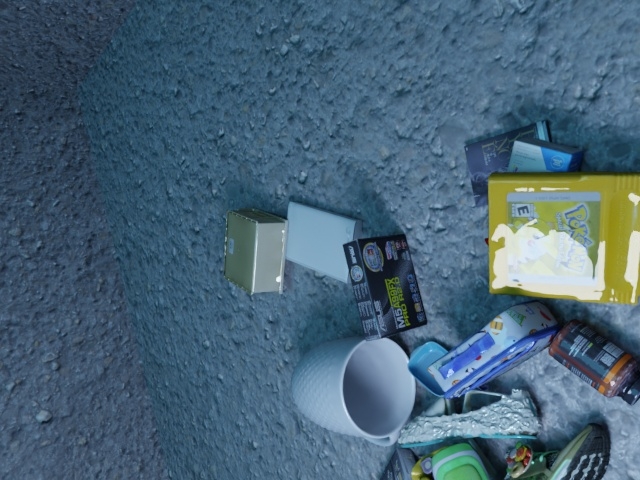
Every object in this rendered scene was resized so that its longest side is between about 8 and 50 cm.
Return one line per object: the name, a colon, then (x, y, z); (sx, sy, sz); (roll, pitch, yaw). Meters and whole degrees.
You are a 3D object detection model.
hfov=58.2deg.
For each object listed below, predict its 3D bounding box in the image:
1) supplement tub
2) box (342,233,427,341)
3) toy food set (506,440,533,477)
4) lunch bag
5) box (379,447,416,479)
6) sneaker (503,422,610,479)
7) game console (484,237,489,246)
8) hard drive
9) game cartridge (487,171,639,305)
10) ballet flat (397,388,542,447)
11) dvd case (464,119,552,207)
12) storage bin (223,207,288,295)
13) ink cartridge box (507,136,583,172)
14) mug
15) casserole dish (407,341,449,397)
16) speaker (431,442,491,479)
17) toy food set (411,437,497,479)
supplement tub: (0.609, 0.268, 1.256); (0.198, 0.106, 0.106); (40, 121, 35)
box: (0.182, 0.124, 1.591); (0.060, 0.216, 0.270); (-20, 79, 44)
toy food set: (0.472, 0.521, 1.367); (0.020, 0.082, 0.083); (33, 90, -4)
lunch bag: (0.406, 0.265, 1.363); (0.303, 0.243, 0.115); (-50, 60, 35)
box: (0.232, 0.746, 1.640); (0.231, 0.056, 0.183); (-104, 32, -61)
sneaker: (0.512, 0.559, 1.376); (0.411, 0.158, 0.182); (-62, 36, 24)
game console: (0.475, 0.033, 1.369); (0.124, 0.085, 0.144); (-37, 90, 29)
hard drive: (0.000, 0.000, 1.885); (0.307, 0.040, 0.203); (19, 108, 43)
game cartridge: (0.531, -0.007, 1.247); (0.323, 0.052, 0.286); (3, 109, 27)
ballet flat: (0.379, 0.462, 1.505); (0.408, 0.147, 0.147); (-21, 79, 38)
dvd case: (0.465, -0.183, 1.412); (0.221, 0.018, 0.165); (-14, 85, 44)
storage bin: (-0.241, 0.033, 2.049); (0.260, 0.123, 0.263); (21, 110, 53)
ink cartridge box: (0.496, -0.108, 1.323); (0.134, 0.078, 0.231); (24, 119, 36)
mug: (0.096, 0.465, 1.709); (0.328, 0.276, 0.374); (-17, 113, 52)
casserole dish: (0.318, 0.353, 1.559); (0.114, 0.037, 0.188); (-46, 37, -6)
speaker: (0.368, 0.641, 1.355); (0.131, 0.131, 0.297); (-55, 39, 33)
toy food set: (0.337, 0.611, 1.521); (0.217, 0.071, 0.128); (-32, 59, 11)
